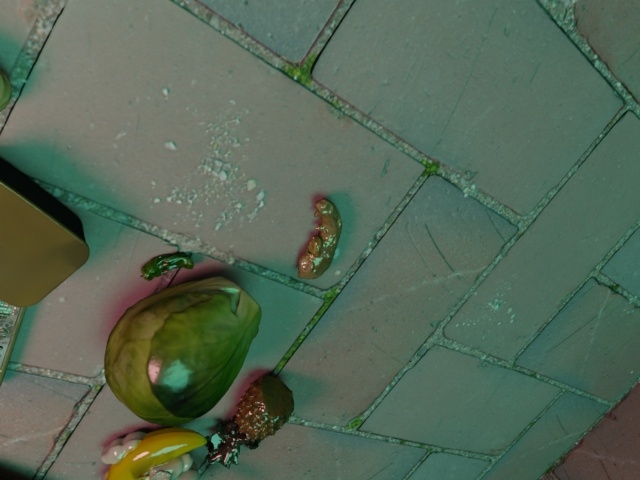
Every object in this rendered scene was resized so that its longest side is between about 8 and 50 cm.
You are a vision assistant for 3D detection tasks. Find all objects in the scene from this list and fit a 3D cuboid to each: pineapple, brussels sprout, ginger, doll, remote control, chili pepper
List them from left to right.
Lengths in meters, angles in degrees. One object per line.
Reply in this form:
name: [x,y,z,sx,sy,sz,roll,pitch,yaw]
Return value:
remote control: [-0.531,0.147,0.885,0.098,0.038,0.233,14,114,-33]
doll: [-0.329,0.487,1.170,0.252,0.111,0.237,-5,113,-13]
chili pepper: [-0.261,0.043,0.952,0.091,0.034,0.030,-17,161,-16]
brussels sprout: [-0.229,0.178,0.953,0.271,0.210,0.219,-44,136,-12]
pineapple: [-0.163,0.397,1.201,0.125,0.125,0.251,21,122,-35]
ginger: [0.003,-0.001,1.036,0.070,0.051,0.173,-4,119,-30]

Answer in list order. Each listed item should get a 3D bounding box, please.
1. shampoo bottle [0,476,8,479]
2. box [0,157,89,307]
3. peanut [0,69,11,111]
shampoo bottle: [-0.647,0.460,1.016,0.125,0.084,0.350,-45,130,6]
box: [-0.440,-0.017,0.782,0.144,0.090,0.201,-40,129,4]
peanut: [-0.451,-0.211,0.648,0.082,0.082,0.187,-42,130,6]
